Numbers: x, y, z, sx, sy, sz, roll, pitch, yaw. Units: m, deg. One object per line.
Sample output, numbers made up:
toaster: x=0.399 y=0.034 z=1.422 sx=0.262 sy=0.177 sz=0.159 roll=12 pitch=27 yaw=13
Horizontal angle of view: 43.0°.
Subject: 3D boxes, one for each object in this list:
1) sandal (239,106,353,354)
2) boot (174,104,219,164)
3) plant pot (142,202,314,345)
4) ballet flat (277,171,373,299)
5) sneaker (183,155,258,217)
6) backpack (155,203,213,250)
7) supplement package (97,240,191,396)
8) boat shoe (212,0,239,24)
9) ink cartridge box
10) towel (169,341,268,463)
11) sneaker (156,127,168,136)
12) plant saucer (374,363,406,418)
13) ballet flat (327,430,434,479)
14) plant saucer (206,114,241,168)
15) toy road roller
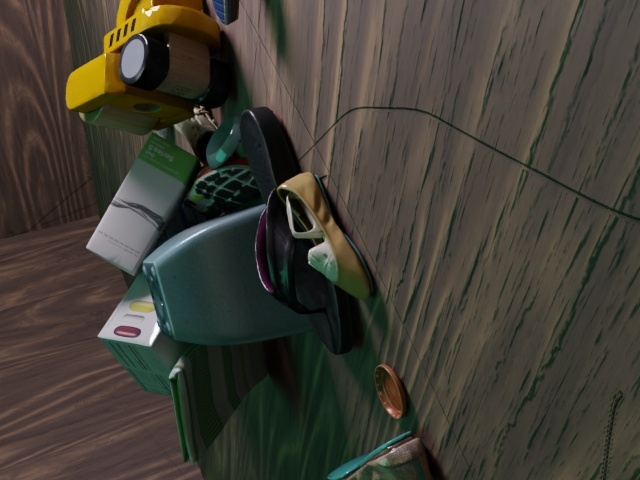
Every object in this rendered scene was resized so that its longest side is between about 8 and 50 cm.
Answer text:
sandal: x=-0.068 y=-0.007 z=1.350 sx=0.167 sy=0.107 sz=0.445 roll=122 pitch=128 yaw=-65
boot: x=-0.267 y=-0.280 z=1.715 sx=0.165 sy=0.077 sz=0.213 roll=55 pitch=154 yaw=39
plant pot: x=-0.189 y=0.079 z=1.525 sx=0.248 sy=0.252 sz=0.247 roll=177 pitch=77 yaw=-70
ballet flat: x=0.000 y=0.000 z=1.229 sx=0.080 sy=0.073 sz=0.232 roll=104 pitch=144 yaw=-55
sneaker: x=-0.199 y=-0.133 z=1.618 sx=0.279 sy=0.107 sz=0.118 roll=-17 pitch=54 yaw=58
backpack: x=-0.351 y=0.005 z=1.953 sx=0.290 sy=0.273 sz=0.355 roll=-128 pitch=41 yaw=-60
supplement package: x=-0.300 y=0.165 z=1.707 sx=0.145 sy=0.262 sz=0.204 roll=5 pitch=141 yaw=29
boat shoe: x=-0.131 y=-0.426 z=1.258 sx=0.066 sy=0.066 sz=0.183 roll=45 pitch=140 yaw=49
ink cartridge box: x=-0.366 y=-0.073 z=1.711 sx=0.115 sy=0.273 sz=0.198 roll=30 pitch=176 yaw=-6
towel: x=-0.205 y=0.275 z=1.703 sx=0.038 sy=0.325 sz=0.248 roll=8 pitch=120 yaw=24
sneaker: x=-0.451 y=-0.346 z=2.162 sx=0.083 sy=0.071 sz=0.190 roll=91 pitch=154 yaw=-52
plant saucer: x=0.106 y=0.224 z=1.207 sx=0.083 sy=0.013 sz=0.083 roll=164 pitch=90 yaw=-71
ballet flat: x=0.088 y=0.378 z=1.248 sx=0.106 sy=0.107 sz=0.316 roll=61 pitch=159 yaw=13
plant saucer: x=-0.180 y=-0.190 z=1.517 sx=0.119 sy=0.021 sz=0.119 roll=-40 pitch=31 yaw=30
toy road roller: x=-0.329 y=-0.361 z=1.570 sx=0.329 sy=0.202 sz=0.240 roll=-15 pitch=73 yaw=43
